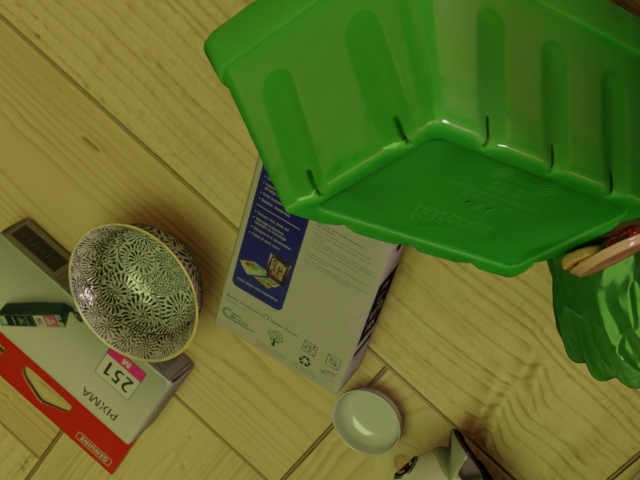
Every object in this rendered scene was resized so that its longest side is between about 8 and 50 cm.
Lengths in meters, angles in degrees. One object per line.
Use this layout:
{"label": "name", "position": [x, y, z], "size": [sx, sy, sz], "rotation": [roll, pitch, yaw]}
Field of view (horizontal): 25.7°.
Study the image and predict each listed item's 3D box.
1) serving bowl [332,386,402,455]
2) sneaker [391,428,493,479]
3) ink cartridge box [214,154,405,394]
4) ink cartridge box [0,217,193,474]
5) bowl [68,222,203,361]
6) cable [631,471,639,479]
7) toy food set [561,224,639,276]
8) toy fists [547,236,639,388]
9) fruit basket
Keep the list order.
{"label": "serving bowl", "position": [0.056, 0.197, 1.555], "size": [0.083, 0.027, 0.083], "rotation": [11, 117, 23]}
{"label": "sneaker", "position": [0.181, 0.374, 1.491], "size": [0.146, 0.122, 0.330], "rotation": [-36, 85, 3]}
{"label": "ink cartridge box", "position": [0.000, 0.000, 1.438], "size": [0.165, 0.065, 0.333], "rotation": [31, 135, 13]}
{"label": "ink cartridge box", "position": [-0.319, 0.145, 1.714], "size": [0.275, 0.060, 0.239], "rotation": [40, 124, 6]}
{"label": "bowl", "position": [-0.192, 0.044, 1.583], "size": [0.170, 0.080, 0.170], "rotation": [11, 118, 22]}
{"label": "cable", "position": [0.405, 0.329, 1.384], "size": [0.257, 0.089, 0.257], "rotation": [32, 120, 14]}
{"label": "toy food set", "position": [0.254, 0.009, 1.237], "size": [0.083, 0.082, 0.020], "rotation": [-29, 77, 16]}
{"label": "toy fists", "position": [0.345, 0.056, 1.294], "size": [0.279, 0.096, 0.142], "rotation": [-11, 94, 33]}
{"label": "fruit basket", "position": [0.116, -0.192, 1.189], "size": [0.283, 0.392, 0.392], "rotation": [-29, 97, 38]}
